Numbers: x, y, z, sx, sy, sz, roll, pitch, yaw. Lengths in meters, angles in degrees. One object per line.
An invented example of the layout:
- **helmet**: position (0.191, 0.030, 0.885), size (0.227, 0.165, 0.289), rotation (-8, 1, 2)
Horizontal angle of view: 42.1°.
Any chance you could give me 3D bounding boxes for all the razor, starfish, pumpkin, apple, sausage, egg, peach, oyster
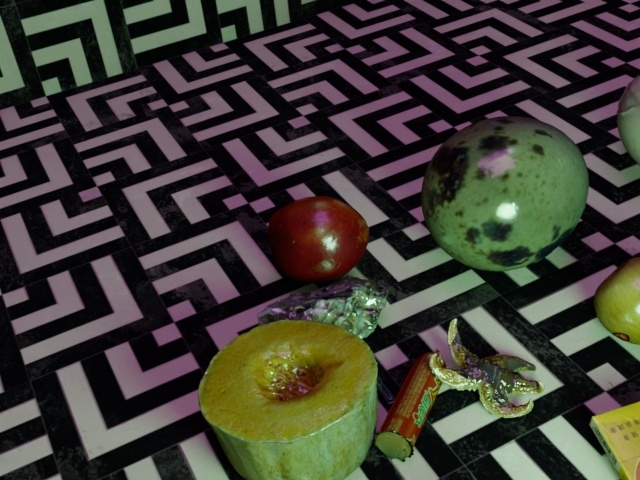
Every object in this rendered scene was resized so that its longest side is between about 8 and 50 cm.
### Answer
- **razor**: position (0.100, 0.271, 1.704), size (0.066, 0.033, 0.190), rotation (-21, 41, -16)
- **starfish**: position (0.320, 0.256, 1.640), size (0.238, 0.071, 0.216), rotation (6, 40, -23)
- **pumpkin**: position (-0.053, 0.321, 1.553), size (0.332, 0.199, 0.332), rotation (-4, 30, 2)
- **apple**: position (0.653, 0.125, 1.702), size (0.182, 0.182, 0.155), rotation (-36, 76, -32)
- **sausage**: position (0.185, 0.303, 1.615), size (0.083, 0.083, 0.264), rotation (12, 41, 22)
- **egg**: position (0.424, -0.111, 1.894), size (0.345, 0.345, 0.428), rotation (27, 36, 35)
- **peach**: position (0.000, 0.000, 1.926), size (0.243, 0.243, 0.200), rotation (-2, 82, 7)
- **oyster**: position (0.015, 0.152, 1.798), size (0.267, 0.112, 0.198), rotation (-29, 41, -35)

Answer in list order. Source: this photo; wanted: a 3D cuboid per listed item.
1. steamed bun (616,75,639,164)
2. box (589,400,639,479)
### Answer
- **steamed bun**: position (0.940, -0.275, 2.099), size (0.374, 0.241, 0.374), rotation (-3, 33, 2)
- **box**: position (0.596, 0.400, 1.422), size (0.152, 0.043, 0.269), rotation (-16, 50, -7)
